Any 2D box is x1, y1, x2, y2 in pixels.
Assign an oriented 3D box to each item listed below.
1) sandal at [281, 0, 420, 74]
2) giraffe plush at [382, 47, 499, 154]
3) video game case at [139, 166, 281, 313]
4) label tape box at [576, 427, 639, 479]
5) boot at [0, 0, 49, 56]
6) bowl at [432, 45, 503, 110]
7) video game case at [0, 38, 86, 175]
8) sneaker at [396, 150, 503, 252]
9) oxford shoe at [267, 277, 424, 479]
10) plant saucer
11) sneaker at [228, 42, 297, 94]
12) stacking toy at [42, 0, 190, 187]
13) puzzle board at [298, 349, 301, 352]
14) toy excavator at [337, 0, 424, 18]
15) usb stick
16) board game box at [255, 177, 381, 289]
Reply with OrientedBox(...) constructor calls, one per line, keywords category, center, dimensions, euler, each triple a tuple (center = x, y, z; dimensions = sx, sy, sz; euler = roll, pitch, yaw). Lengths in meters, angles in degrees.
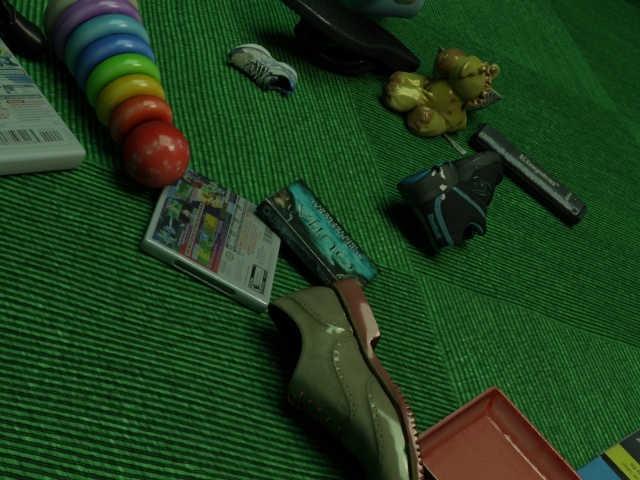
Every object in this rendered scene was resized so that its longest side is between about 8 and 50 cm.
OrientedBox(category="sandal", center=(0.052, -0.373, 2.117), dimensions=(0.167, 0.107, 0.445), euler=(49, 19, 27))
OrientedBox(category="giraffe plush", center=(0.249, -0.294, 2.132), dimensions=(0.210, 0.170, 0.181), euler=(36, 30, -4))
OrientedBox(category="video game case", center=(-0.141, -0.008, 1.488), dimensions=(0.183, 0.023, 0.201), euler=(30, 32, -14))
OrientedBox(category="label tape box", center=(0.547, 0.363, 1.546), dimensions=(0.347, 0.115, 0.249), euler=(-29, 51, -14))
OrientedBox(category="boot", center=(-0.424, -0.300, 1.504), dimensions=(0.121, 0.045, 0.099), euler=(44, -3, -12))
OrientedBox(category="bowl", center=(0.285, -0.317, 2.272), dimensions=(0.170, 0.080, 0.170), euler=(38, 11, -9))
OrientedBox(category="video game case", center=(-0.493, -0.189, 1.347), dimensions=(0.329, 0.036, 0.300), euler=(-12, 56, -52))
OrientedBox(category="sneaker", center=(0.236, -0.068, 1.905), dimensions=(0.341, 0.125, 0.140), euler=(-23, 92, -59))
OrientedBox(category="oxford shoe", center=(0.027, 0.204, 1.325), dimensions=(0.130, 0.123, 0.348), euler=(-8, 50, -17))
OrientedBox(category="plant saucer", center=(0.246, 0.330, 1.416), dimensions=(0.258, 0.048, 0.259), euler=(48, 31, 16))
OrientedBox(category="sneaker", center=(-0.095, -0.290, 1.887), dimensions=(0.135, 0.052, 0.058), euler=(20, 39, -27))
OrientedBox(category="stacking toy", center=(-0.270, -0.205, 1.523), dimensions=(0.141, 0.141, 0.330), euler=(3, 50, -44))
OrientedBox(category="puzzle board", center=(0.011, 0.126, 1.478), dimensions=(0.128, 0.011, 0.096), euler=(16, 38, -32))
OrientedBox(category="toy excavator", center=(0.145, -0.541, 2.148), dimensions=(0.222, 0.433, 0.445), euler=(2, 53, -12))
OrientedBox(category="usb stick", center=(0.418, -0.135, 2.220), dimensions=(0.278, 0.045, 0.077), euler=(40, 30, 2))
OrientedBox(category="board game box", center=(0.000, 0.000, 1.591), dimensions=(0.186, 0.026, 0.126), euler=(48, 28, 3))
